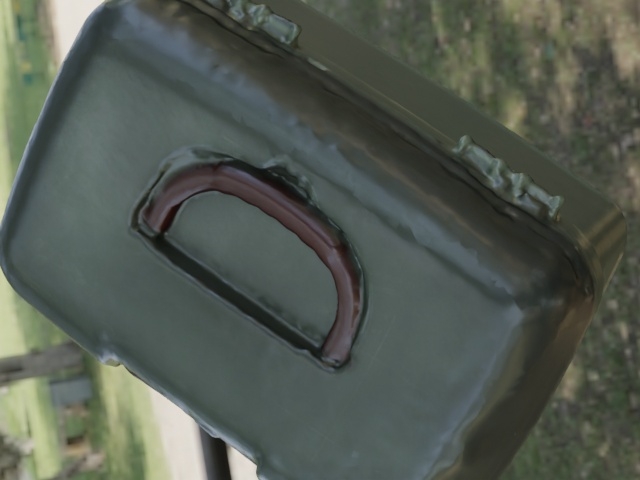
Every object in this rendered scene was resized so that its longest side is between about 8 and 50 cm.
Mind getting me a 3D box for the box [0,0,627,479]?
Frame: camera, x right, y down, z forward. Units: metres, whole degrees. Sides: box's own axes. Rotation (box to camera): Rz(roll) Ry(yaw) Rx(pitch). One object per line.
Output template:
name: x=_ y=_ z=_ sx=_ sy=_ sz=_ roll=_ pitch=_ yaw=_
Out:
box: x=0.000 y=0.000 z=0.534 sx=0.210 sy=0.129 sz=0.148 roll=35 pitch=116 yaw=15
